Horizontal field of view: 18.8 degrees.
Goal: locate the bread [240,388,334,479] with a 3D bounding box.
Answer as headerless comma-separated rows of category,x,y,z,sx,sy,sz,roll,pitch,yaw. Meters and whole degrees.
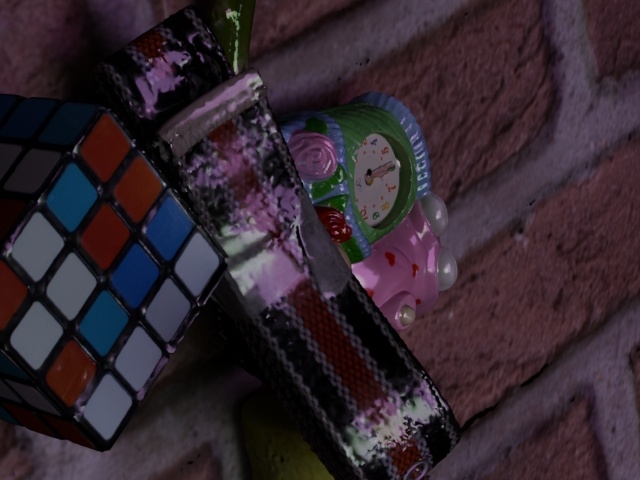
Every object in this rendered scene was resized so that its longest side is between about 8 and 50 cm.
bread,0.006,0.164,1.467,0.129,0.111,0.114,-13,114,-42

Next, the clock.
clock,0.000,0.000,1.434,0.195,0.100,0.194,-30,114,-44

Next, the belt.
belt,-0.031,0.018,1.301,0.094,0.126,0.360,-36,102,-23

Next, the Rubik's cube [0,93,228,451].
Rubik's cube,-0.179,0.015,1.193,0.154,0.151,0.155,-57,133,-24

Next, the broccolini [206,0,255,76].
broccolini,-0.017,-0.278,1.321,0.079,0.074,0.392,-18,123,-51
